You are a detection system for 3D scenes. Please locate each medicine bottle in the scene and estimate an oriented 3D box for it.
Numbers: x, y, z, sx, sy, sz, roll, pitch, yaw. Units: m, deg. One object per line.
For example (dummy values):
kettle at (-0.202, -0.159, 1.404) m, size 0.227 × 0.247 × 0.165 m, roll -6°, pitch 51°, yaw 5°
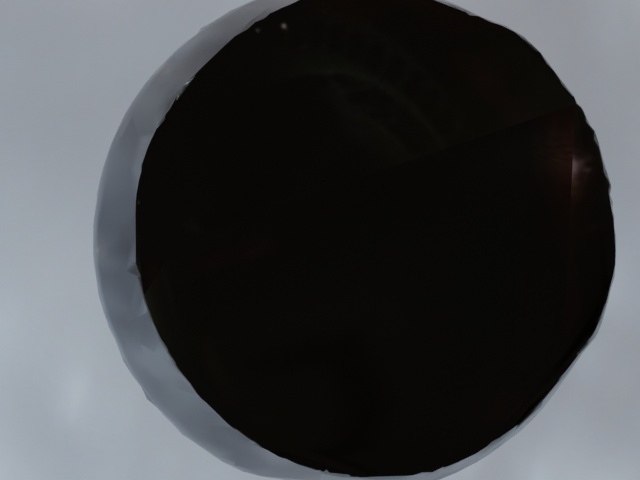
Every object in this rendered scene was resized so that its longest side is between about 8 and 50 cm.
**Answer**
medicine bottle at (0.000, 0.000, 0.691) m, size 0.242 × 0.395 × 0.243 m, roll 0°, pitch -90°, yaw -7°
